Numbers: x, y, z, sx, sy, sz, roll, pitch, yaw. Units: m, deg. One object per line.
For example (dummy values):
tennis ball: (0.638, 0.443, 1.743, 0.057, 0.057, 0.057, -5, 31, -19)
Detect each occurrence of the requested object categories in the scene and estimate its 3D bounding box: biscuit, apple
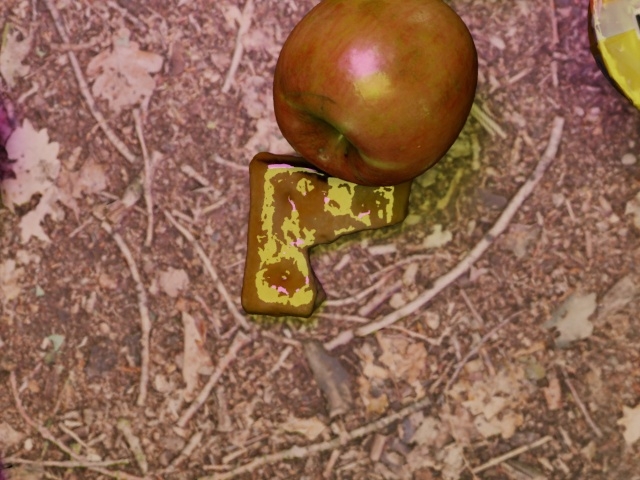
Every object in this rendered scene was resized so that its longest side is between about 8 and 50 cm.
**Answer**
biscuit: (0.000, 0.000, 1.006, 0.174, 0.039, 0.184, 9, 95, 4)
apple: (0.055, -0.153, 0.912, 0.195, 0.196, 0.196, 1, 94, 7)

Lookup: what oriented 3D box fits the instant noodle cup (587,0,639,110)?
instant noodle cup: (0.363, -0.214, 0.862, 0.264, 0.200, 0.265, 1, 95, 8)
